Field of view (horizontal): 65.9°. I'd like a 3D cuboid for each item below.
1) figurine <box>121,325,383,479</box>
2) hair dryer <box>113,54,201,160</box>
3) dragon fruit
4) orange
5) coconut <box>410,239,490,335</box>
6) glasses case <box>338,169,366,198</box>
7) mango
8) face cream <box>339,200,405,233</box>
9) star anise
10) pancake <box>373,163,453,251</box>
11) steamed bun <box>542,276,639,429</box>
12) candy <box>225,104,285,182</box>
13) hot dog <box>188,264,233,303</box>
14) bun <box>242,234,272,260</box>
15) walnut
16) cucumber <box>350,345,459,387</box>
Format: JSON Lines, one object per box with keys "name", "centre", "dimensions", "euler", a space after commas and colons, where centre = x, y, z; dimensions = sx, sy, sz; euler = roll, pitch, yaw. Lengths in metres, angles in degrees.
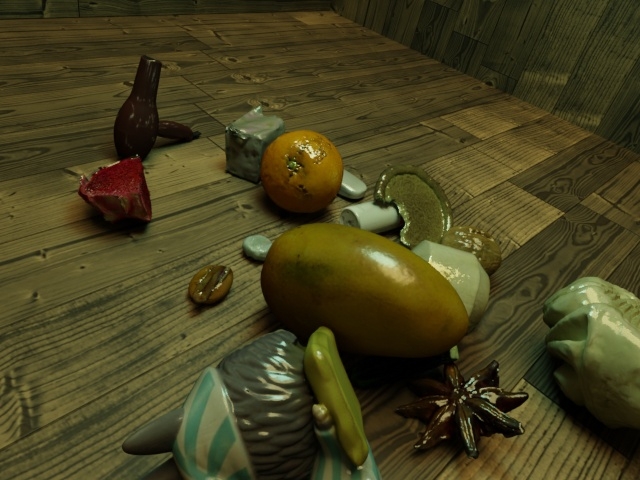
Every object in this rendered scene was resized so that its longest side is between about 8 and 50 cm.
{"name": "figurine", "centre": [-0.101, 0.353, 0.794], "dimensions": [0.378, 0.266, 0.361], "euler": [-23, 71, 3]}
{"name": "hair dryer", "centre": [-0.479, -0.395, 1.556], "dimensions": [0.123, 0.312, 0.340], "euler": [32, 20, 21]}
{"name": "dragon fruit", "centre": [-0.528, -0.115, 1.276], "dimensions": [0.161, 0.126, 0.274], "euler": [-10, 33, -15]}
{"name": "orange", "centre": [-0.053, -0.199, 1.443], "dimensions": [0.246, 0.246, 0.246], "euler": [9, 37, -7]}
{"name": "coconut", "centre": [0.261, 0.119, 1.148], "dimensions": [0.241, 0.241, 0.241], "euler": [9, 37, -7]}
{"name": "glasses case", "centre": [0.046, -0.206, 1.625], "dimensions": [0.233, 0.059, 0.092], "euler": [30, 38, 21]}
{"name": "mango", "centre": [0.073, 0.108, 0.995], "dimensions": [0.446, 0.300, 0.232], "euler": [15, 55, 35]}
{"name": "face cream", "centre": [0.220, -0.085, 1.495], "dimensions": [0.346, 0.102, 0.102], "euler": [-14, 45, -32]}
{"name": "star anise", "centre": [0.279, 0.337, 0.985], "dimensions": [0.272, 0.102, 0.272], "euler": [-13, 28, 7]}
{"name": "pancake", "centre": [0.279, -0.091, 1.450], "dimensions": [0.286, 0.033, 0.288], "euler": [16, 65, -24]}
{"name": "steamed bun", "centre": [0.634, 0.260, 1.080], "dimensions": [0.352, 0.247, 0.339], "euler": [46, 29, 25]}
{"name": "candy", "centre": [-0.208, -0.305, 1.568], "dimensions": [0.137, 0.184, 0.195], "euler": [20, 37, 14]}
{"name": "hot dog", "centre": [-0.255, 0.100, 1.129], "dimensions": [0.090, 0.060, 0.140], "euler": [22, 41, 17]}
{"name": "bun", "centre": [-0.161, 0.021, 1.274], "dimensions": [0.083, 0.045, 0.083], "euler": [7, 35, -5]}
{"name": "walnut", "centre": [0.411, 0.039, 1.359], "dimensions": [0.184, 0.155, 0.155], "euler": [18, 37, 1]}
{"name": "cucumber", "centre": [0.177, 0.250, 1.030], "dimensions": [0.241, 0.074, 0.074], "euler": [-20, 43, -3]}
